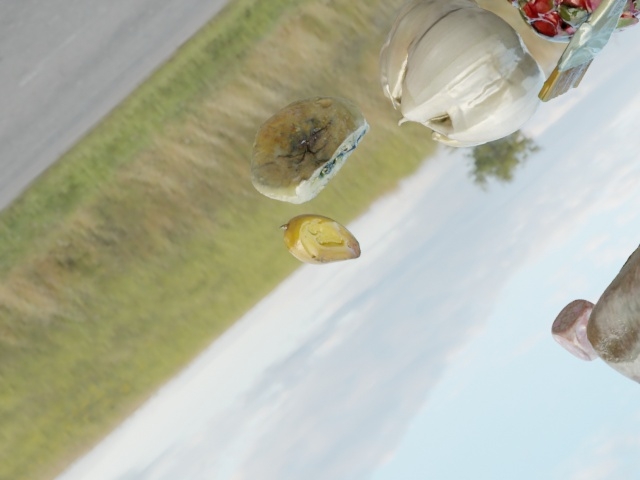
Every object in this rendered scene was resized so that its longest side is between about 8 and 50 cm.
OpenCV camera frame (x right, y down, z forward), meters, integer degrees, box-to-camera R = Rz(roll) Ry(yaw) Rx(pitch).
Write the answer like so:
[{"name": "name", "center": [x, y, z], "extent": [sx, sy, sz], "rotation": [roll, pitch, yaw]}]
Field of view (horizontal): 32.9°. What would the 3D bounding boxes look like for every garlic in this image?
[{"name": "garlic", "center": [0.174, -0.237, 1.475], "extent": [0.203, 0.281, 0.185], "rotation": [-38, 150, -2]}]

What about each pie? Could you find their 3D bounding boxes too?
[{"name": "pie", "center": [-0.032, -0.160, 1.825], "extent": [0.218, 0.185, 0.052], "rotation": [-52, 141, -10]}]

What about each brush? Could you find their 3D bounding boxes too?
[{"name": "brush", "center": [0.344, -0.287, 1.229], "extent": [0.085, 0.020, 0.337], "rotation": [-24, 153, -35]}]

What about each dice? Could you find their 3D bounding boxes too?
[{"name": "dice", "center": [0.514, 0.176, 2.118], "extent": [0.094, 0.093, 0.091], "rotation": [-53, -168, -11]}]

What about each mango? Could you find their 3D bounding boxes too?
[{"name": "mango", "center": [0.000, 0.000, 2.162], "extent": [0.066, 0.187, 0.101], "rotation": [-18, -115, 57]}]

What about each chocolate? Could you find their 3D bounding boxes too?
[{"name": "chocolate", "center": [0.569, 0.119, 1.833], "extent": [0.100, 0.185, 0.303], "rotation": [-31, 152, -50]}]

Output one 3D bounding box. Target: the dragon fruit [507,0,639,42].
[{"name": "dragon fruit", "center": [0.386, -0.394, 1.460], "extent": [0.302, 0.231, 0.237], "rotation": [-17, 174, 4]}]
